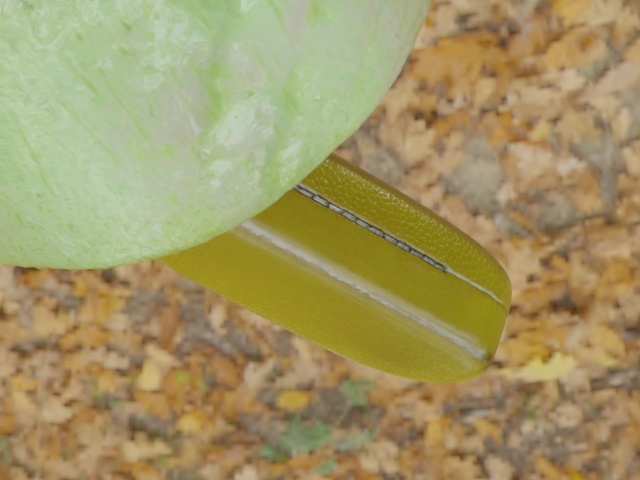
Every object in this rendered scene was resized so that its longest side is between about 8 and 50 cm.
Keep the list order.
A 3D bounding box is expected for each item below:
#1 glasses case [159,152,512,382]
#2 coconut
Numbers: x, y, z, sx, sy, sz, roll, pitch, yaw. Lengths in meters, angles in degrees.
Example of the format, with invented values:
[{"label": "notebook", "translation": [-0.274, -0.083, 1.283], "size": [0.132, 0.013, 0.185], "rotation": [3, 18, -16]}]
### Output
[{"label": "glasses case", "translation": [0.000, 0.000, 1.419], "size": [0.371, 0.141, 0.173], "rotation": [29, 152, -23]}, {"label": "coconut", "translation": [-0.109, -0.135, 0.607], "size": [0.328, 0.281, 0.328], "rotation": [-21, 148, -14]}]
